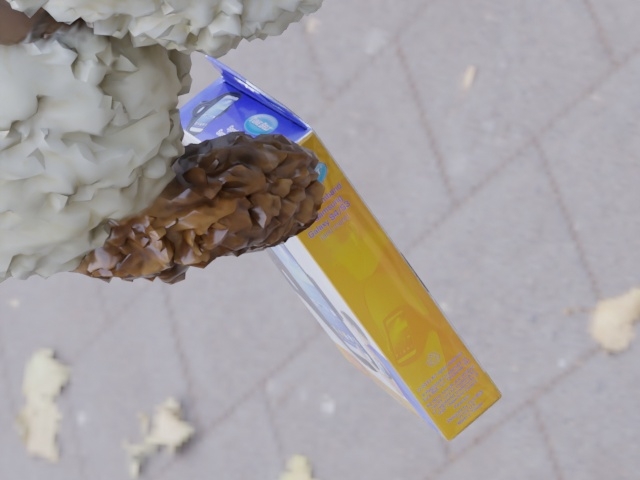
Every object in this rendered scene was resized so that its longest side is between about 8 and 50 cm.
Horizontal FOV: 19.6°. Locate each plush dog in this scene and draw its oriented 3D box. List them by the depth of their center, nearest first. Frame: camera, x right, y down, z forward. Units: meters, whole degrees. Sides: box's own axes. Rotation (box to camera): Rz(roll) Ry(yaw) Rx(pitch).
[{"bbox_3d":[-0.073,-0.086,0.445,0.225,0.262,0.210,-59,9,27],"label":"plush dog"}]

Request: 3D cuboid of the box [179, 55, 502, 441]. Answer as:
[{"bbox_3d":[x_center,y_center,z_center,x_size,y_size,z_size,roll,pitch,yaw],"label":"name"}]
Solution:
[{"bbox_3d":[0.000,0.000,0.608,0.028,0.136,0.081,-42,28,-7],"label":"box"}]
